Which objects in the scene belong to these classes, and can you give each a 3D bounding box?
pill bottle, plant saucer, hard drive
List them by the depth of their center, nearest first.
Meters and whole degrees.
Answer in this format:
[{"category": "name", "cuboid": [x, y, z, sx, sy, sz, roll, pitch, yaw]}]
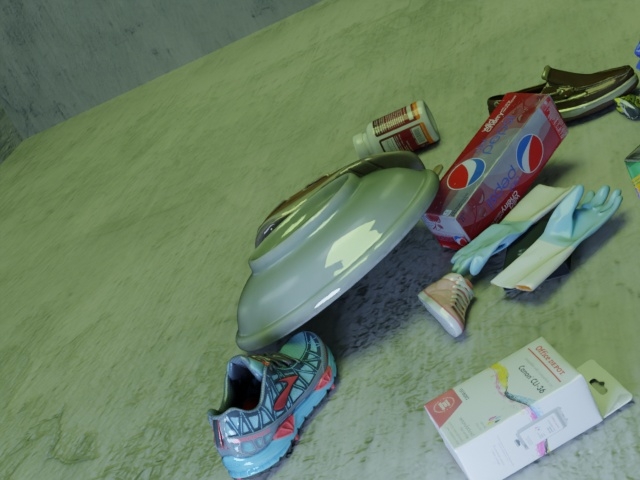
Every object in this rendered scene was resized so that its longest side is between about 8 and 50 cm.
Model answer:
[{"category": "hard drive", "cuboid": [0.302, 0.015, 1.560, 0.094, 0.022, 0.135, -19, 24, 25]}, {"category": "plant saucer", "cuboid": [0.000, 0.000, 1.716, 0.400, 0.100, 0.400, -39, 9, 7]}, {"category": "pill bottle", "cuboid": [0.142, -0.201, 2.145, 0.152, 0.086, 0.086, -22, 23, 15]}]

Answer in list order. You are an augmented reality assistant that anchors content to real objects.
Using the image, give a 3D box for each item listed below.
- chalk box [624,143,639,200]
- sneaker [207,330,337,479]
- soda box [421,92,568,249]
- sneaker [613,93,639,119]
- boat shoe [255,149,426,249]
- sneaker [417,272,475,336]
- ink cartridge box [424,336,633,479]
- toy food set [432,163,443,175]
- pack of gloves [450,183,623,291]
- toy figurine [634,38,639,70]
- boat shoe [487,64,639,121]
[{"category": "chalk box", "cuboid": [0.509, -0.078, 1.370, 0.132, 0.132, 0.213, -39, 25, -26]}, {"category": "sneaker", "cuboid": [-0.064, 0.188, 1.491, 0.104, 0.125, 0.262, -15, 26, 31]}, {"category": "soda box", "cuboid": [0.265, -0.106, 1.715, 0.263, 0.083, 0.092, -51, 33, -19]}, {"category": "sneaker", "cuboid": [0.503, -0.221, 1.822, 0.035, 0.031, 0.083, -28, 22, 3]}, {"category": "boat shoe", "cuboid": [0.028, -0.071, 1.961, 0.324, 0.123, 0.116, -26, 20, 4]}, {"category": "sneaker", "cuboid": [0.181, 0.081, 1.526, 0.070, 0.051, 0.134, -35, 18, 0]}, {"category": "ink cartridge box", "cuboid": [0.226, 0.178, 1.236, 0.198, 0.067, 0.115, -30, 21, -2]}, {"category": "toy food set", "cuboid": [0.264, -0.108, 1.860, 0.192, 0.038, 0.132, -16, 23, 30]}, {"category": "pack of gloves", "cuboid": [0.292, -0.024, 1.567, 0.232, 0.046, 0.195, -39, 25, -24]}, {"category": "toy figurine", "cuboid": [0.609, -0.283, 1.744, 0.217, 0.191, 0.362, -62, 37, 17]}, {"category": "boat shoe", "cuboid": [0.404, -0.253, 1.913, 0.257, 0.095, 0.095, -21, 16, 19]}]
